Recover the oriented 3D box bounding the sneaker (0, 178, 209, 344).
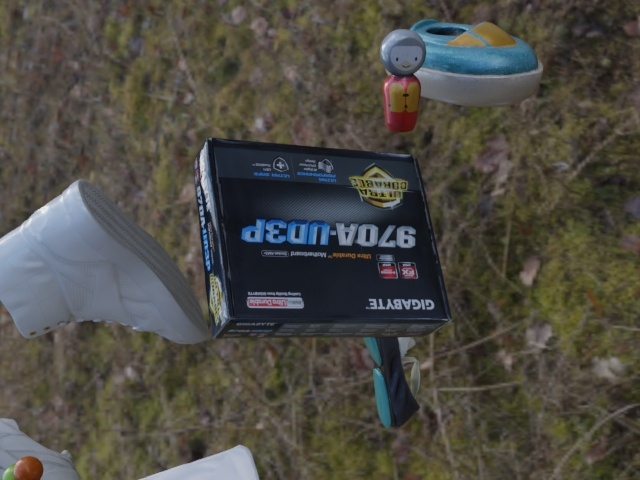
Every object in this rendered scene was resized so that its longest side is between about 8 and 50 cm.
[{"bbox_3d":[-0.262,0.062,1.099,0.169,0.292,0.108,-31,47,6],"label":"sneaker"}]

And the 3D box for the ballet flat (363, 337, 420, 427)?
[{"bbox_3d":[0.098,0.161,1.291,0.074,0.074,0.203,20,130,53],"label":"ballet flat"}]

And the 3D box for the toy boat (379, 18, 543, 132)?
[{"bbox_3d":[0.195,-0.278,1.472,0.267,0.318,0.148,16,121,32],"label":"toy boat"}]

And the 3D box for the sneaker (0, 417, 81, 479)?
[{"bbox_3d":[-0.388,0.247,0.979,0.114,0.305,0.152,-51,35,24],"label":"sneaker"}]

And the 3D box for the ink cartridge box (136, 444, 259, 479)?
[{"bbox_3d":[-0.096,0.380,0.808,0.119,0.207,0.353,82,170,-67],"label":"ink cartridge box"}]

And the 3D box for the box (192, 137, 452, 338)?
[{"bbox_3d":[0.000,0.000,0.866,0.051,0.220,0.175,134,133,-54],"label":"box"}]

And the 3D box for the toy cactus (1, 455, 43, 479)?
[{"bbox_3d":[-0.228,0.258,0.725,0.180,0.112,0.219,54,142,-1],"label":"toy cactus"}]
